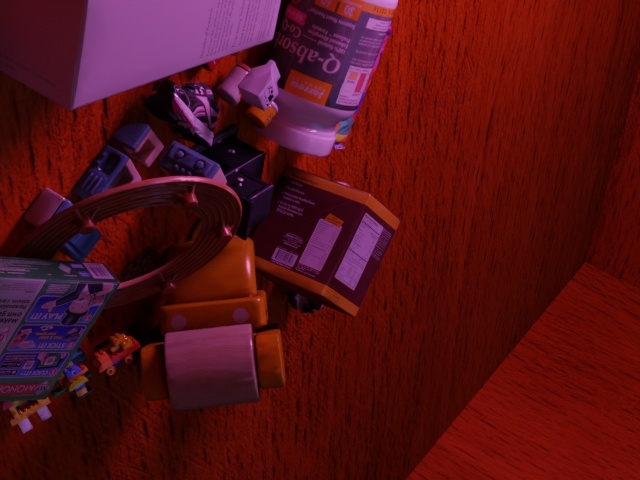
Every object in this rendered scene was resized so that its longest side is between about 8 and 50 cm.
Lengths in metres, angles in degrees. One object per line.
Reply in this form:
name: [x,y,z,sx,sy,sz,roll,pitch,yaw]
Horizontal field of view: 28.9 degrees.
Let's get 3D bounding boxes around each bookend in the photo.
bookend: [-0.125,-0.092,1.909,0.156,0.157,0.072,-34,146,-45]

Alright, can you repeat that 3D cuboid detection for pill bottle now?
pill bottle: [0.002,-0.284,1.945,0.162,0.162,0.278,-10,125,-61]

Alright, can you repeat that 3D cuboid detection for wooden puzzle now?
wooden puzzle: [-0.287,0.048,1.928,0.083,0.006,0.049,-46,153,-32]

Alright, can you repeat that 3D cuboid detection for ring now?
ring: [-0.261,0.019,1.695,0.337,0.032,0.336,-20,156,-9]

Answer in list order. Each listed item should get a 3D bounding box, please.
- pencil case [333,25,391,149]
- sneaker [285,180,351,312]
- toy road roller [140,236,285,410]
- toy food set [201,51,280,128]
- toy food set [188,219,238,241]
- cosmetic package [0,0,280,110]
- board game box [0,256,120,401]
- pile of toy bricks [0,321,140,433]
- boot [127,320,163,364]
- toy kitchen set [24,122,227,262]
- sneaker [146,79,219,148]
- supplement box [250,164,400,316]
pencil case: [0.037,-0.276,2.111,0.104,0.104,0.236,-6,120,-62]
sneaker: [-0.002,0.001,2.380,0.118,0.107,0.279,-58,169,-65]
toy road roller: [-0.166,0.119,1.910,0.329,0.202,0.240,-131,-145,-88]
toy food set: [-0.104,-0.272,1.803,0.104,0.111,0.232,-53,153,-16]
toy food set: [-0.161,0.040,2.095,0.128,0.071,0.218,-44,152,-34]
cosmetic package: [-0.220,-0.296,1.436,0.365,0.197,0.155,-30,143,-48]
board game box: [-0.424,0.115,1.548,0.317,0.046,0.213,6,125,-54]
pile of toy bricks: [-0.379,0.168,1.786,0.212,0.118,0.105,-33,119,-20]
boot: [-0.266,0.142,2.040,0.114,0.037,0.106,-36,160,-39]
toy kitchen set: [-0.257,-0.054,1.670,0.207,0.166,0.122,-56,157,-11]
sneaker: [-0.193,-0.200,1.783,0.178,0.072,0.077,56,53,-73]
supplement box: [0.000,0.000,2.183,0.129,0.191,0.194,37,77,-55]
